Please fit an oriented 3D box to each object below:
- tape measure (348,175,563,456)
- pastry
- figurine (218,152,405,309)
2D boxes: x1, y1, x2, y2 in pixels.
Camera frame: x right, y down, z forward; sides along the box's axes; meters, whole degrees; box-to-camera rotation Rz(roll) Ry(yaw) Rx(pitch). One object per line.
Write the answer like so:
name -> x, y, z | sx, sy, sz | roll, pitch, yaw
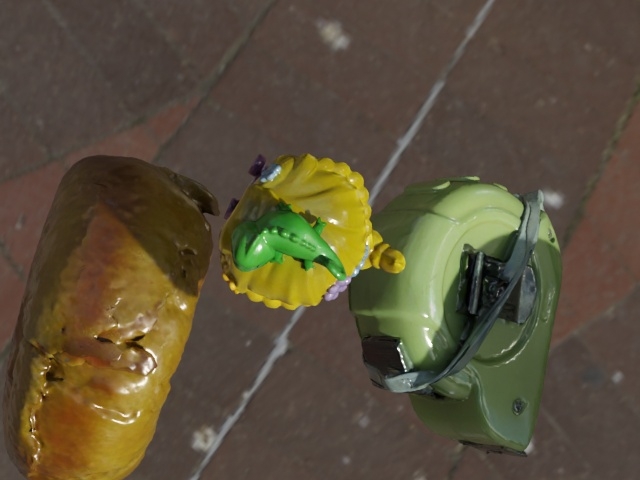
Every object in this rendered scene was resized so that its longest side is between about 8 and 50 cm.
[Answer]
tape measure -> 0.105, 0.042, 1.111 | 0.175, 0.106, 0.200 | 24, 77, -38
pastry -> -0.204, 0.078, 1.460 | 0.164, 0.356, 0.356 | 14, 56, -8
figurine -> 0.000, 0.000, 0.884 | 0.115, 0.156, 0.094 | 20, 93, -4
